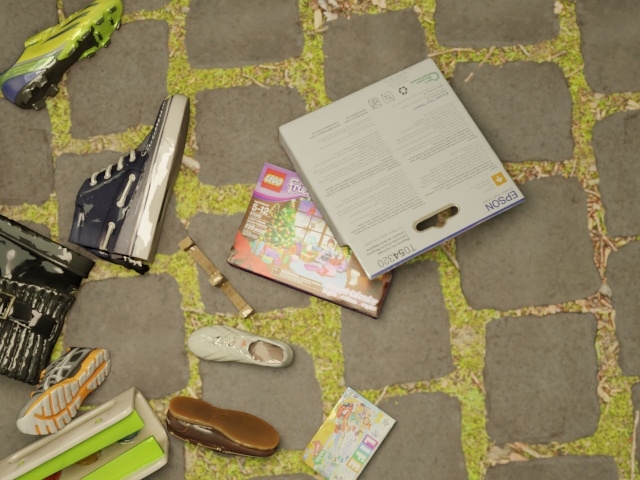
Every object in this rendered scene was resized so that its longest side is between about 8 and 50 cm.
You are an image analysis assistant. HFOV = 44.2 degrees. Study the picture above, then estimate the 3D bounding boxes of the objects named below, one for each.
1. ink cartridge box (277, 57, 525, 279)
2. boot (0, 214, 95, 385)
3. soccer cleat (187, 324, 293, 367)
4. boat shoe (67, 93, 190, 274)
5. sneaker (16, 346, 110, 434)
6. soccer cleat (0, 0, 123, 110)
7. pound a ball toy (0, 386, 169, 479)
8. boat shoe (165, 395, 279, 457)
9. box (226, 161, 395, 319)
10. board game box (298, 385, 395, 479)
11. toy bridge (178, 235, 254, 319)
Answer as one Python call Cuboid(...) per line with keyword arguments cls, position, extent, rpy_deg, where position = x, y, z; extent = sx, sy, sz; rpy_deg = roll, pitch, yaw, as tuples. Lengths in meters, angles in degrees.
Cuboid(cls="ink cartridge box", position=(0.140, -0.128, 1.411), extent=(0.324, 0.071, 0.330), rpy_deg=(-26, 74, -12))
Cuboid(cls="boot", position=(-0.609, 0.084, 1.424), extent=(0.348, 0.131, 0.260), rpy_deg=(25, 83, 6))
Cuboid(cls="soccer cleat", position=(-0.145, 0.189, 1.410), extent=(0.196, 0.076, 0.068), rpy_deg=(8, 81, 5))
Cuboid(cls="boat shoe", position=(-0.350, -0.120, 1.443), extent=(0.158, 0.127, 0.340), rpy_deg=(14, 83, -2))
Cuboid(cls="sneaker", position=(-0.458, 0.258, 1.375), extent=(0.083, 0.215, 0.084), rpy_deg=(13, 119, 18))
Cuboid(cls="soccer cleat", position=(-0.504, -0.379, 1.514), extent=(0.121, 0.093, 0.289), rpy_deg=(43, 85, 13))
Cuboid(cls="pound a ball toy", position=(-0.415, 0.422, 1.378), extent=(0.319, 0.136, 0.208), rpy_deg=(-29, 106, -2))
Cuboid(cls="boat shoe", position=(-0.175, 0.340, 1.397), extent=(0.207, 0.073, 0.073), rpy_deg=(19, 120, 9))
Cuboid(cls="box", position=(0.000, 0.000, 1.442), extent=(0.293, 0.057, 0.200), rpy_deg=(19, 81, 6))
Cuboid(cls="board game box", position=(0.048, 0.352, 1.399), extent=(0.103, 0.026, 0.154), rpy_deg=(34, 84, 7))
Cuboid(cls="toy bridge", position=(-0.185, 0.072, 1.437), extent=(0.026, 0.063, 0.188), rpy_deg=(-42, 83, -4))
